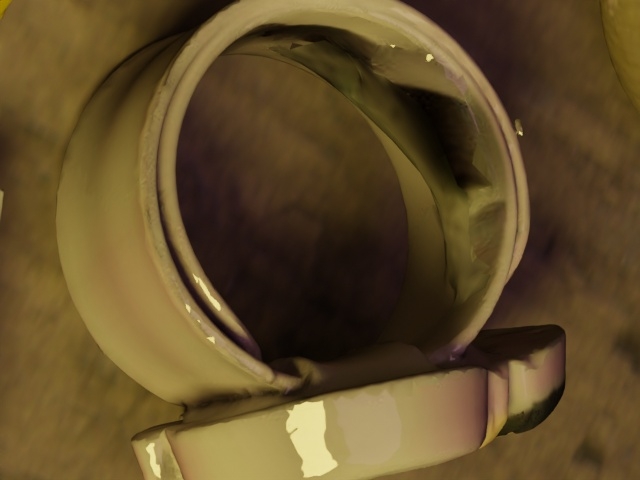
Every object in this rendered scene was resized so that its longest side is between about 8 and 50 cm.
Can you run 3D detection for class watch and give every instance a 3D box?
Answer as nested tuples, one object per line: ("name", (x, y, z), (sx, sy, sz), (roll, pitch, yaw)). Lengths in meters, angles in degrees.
("watch", (0.000, 0.000, 0.947), (0.244, 0.196, 0.231), (-13, 86, -31))

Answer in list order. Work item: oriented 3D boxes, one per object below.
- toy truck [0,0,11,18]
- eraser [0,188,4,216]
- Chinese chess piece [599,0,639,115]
("toy truck", (-0.158, -0.155, 0.833), (0.114, 0.098, 0.227), (40, 81, -36))
("eraser", (-0.216, 0.071, 0.863), (0.124, 0.068, 0.210), (6, 97, -33))
("Chinese chess piece", (0.276, -0.152, 1.108), (0.257, 0.104, 0.257), (-8, 106, -31))
